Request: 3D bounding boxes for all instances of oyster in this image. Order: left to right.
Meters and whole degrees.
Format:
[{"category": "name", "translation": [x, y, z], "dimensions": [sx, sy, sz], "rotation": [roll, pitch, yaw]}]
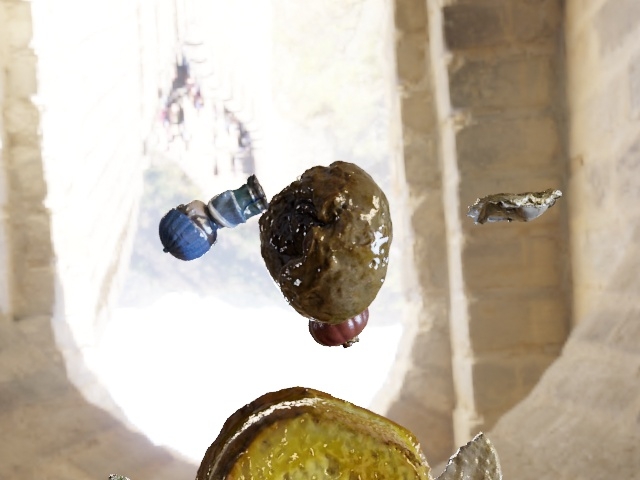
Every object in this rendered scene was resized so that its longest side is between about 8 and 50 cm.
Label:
[{"category": "oyster", "translation": [0.324, -0.056, 1.582], "dimensions": [0.165, 0.053, 0.108], "rotation": [2, 153, -15]}]

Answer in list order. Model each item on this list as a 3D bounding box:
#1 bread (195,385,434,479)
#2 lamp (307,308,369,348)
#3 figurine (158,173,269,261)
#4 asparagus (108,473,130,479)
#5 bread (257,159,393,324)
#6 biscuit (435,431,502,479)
[{"category": "bread", "translation": [-0.014, 0.426, 1.484], "dimensions": [0.397, 0.398, 0.215], "rotation": [-4, 173, -2]}, {"category": "lamp", "translation": [0.028, 0.124, 1.462], "dimensions": [0.101, 0.090, 0.101], "rotation": [-29, -174, 3]}, {"category": "figurine", "translation": [-0.126, -0.022, 1.126], "dimensions": [0.136, 0.079, 0.077], "rotation": [-18, 141, 8]}, {"category": "asparagus", "translation": [-0.143, 0.240, 0.852], "dimensions": [0.013, 0.016, 0.166], "rotation": [11, 153, 32]}, {"category": "bread", "translation": [0.000, 0.000, 1.320], "dimensions": [0.122, 0.230, 0.230], "rotation": [6, 174, -34]}, {"category": "biscuit", "translation": [0.265, 0.495, 1.815], "dimensions": [0.250, 0.133, 0.032], "rotation": [-39, 162, -14]}]
